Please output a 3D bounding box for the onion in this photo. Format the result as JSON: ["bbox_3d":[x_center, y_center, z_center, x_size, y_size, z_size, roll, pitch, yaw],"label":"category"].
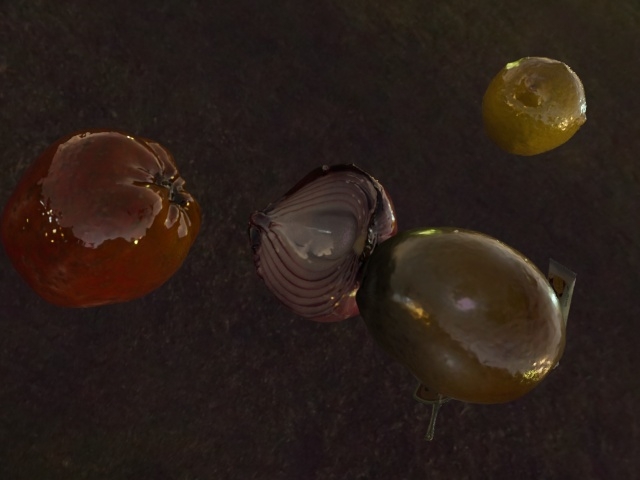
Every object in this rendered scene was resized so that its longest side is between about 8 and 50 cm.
[{"bbox_3d":[0.000,0.000,0.772,0.283,0.227,0.120,20,-5,44],"label":"onion"}]

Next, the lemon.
[{"bbox_3d":[0.502,-0.316,1.201,0.233,0.233,0.288,50,13,13],"label":"lemon"}]

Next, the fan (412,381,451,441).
[{"bbox_3d":[0.236,0.304,1.009,0.009,0.132,0.220,48,41,-17],"label":"fan"}]

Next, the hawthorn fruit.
[{"bbox_3d":[-0.214,-0.017,0.507,0.189,0.189,0.189,18,47,-20],"label":"hawthorn fruit"}]

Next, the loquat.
[{"bbox_3d":[0.148,0.074,0.560,0.227,0.179,0.179,36,41,23],"label":"loquat"}]

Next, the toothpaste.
[{"bbox_3d":[0.572,0.189,1.229,0.058,0.314,0.056,7,35,25],"label":"toothpaste"}]
